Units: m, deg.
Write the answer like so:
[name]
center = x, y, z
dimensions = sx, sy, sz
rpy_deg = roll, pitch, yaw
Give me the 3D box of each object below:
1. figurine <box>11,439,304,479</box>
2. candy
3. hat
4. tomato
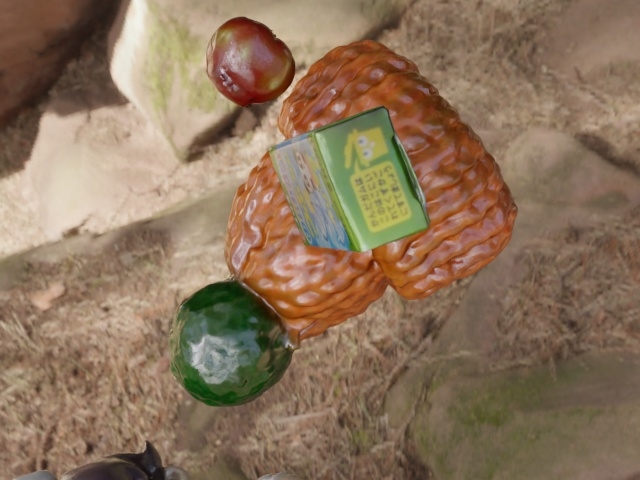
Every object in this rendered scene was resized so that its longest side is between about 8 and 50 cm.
[figurine]
center = -0.138, 0.340, 1.059
dimensions = 0.365, 0.218, 0.206
rpy_deg = -2, 7, 22
[candy]
center = 0.017, -0.045, 0.795
dimensions = 0.062, 0.194, 0.097
rpy_deg = -23, 96, -11
[hat]
center = 0.000, 0.000, 1.095
dimensions = 0.400, 0.285, 0.285
rpy_deg = -41, 56, 8
[tomato]
center = -0.070, -0.164, 0.937
dimensions = 0.087, 0.087, 0.075
rpy_deg = 33, 83, 26
